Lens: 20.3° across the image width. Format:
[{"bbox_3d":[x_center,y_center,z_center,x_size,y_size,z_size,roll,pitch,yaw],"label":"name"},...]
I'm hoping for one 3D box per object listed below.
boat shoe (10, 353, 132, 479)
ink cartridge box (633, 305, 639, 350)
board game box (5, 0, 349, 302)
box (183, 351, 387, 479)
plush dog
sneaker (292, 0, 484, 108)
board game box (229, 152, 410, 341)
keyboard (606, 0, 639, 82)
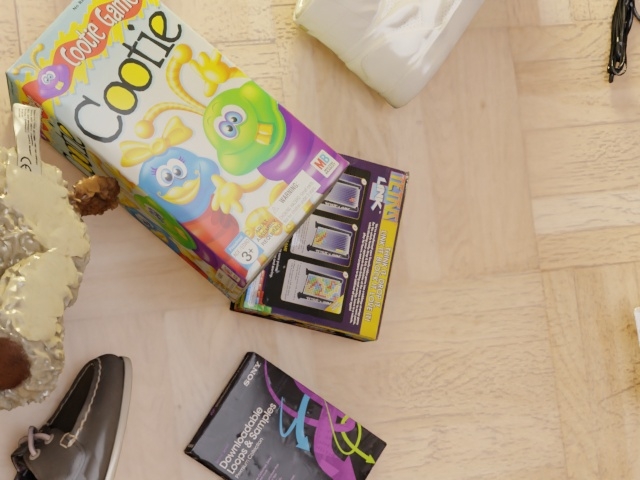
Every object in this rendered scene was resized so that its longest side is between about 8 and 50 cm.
[{"bbox_3d":[-0.257,0.249,1.571,0.095,0.112,0.335,22,82,-20],"label":"boat shoe"},{"bbox_3d":[0.393,0.106,1.824,0.181,0.061,0.104,-8,87,-19],"label":"ink cartridge box"},{"bbox_3d":[-0.130,-0.094,1.601,0.275,0.142,0.144,40,78,1],"label":"board game box"},{"bbox_3d":[-0.032,0.196,1.693,0.162,0.029,0.116,35,75,-11],"label":"box"},{"bbox_3d":[-0.301,0.024,1.530,0.262,0.225,0.210,57,39,0],"label":"plush dog"},{"bbox_3d":[0.092,-0.295,1.742,0.169,0.108,0.292,36,76,-15],"label":"sneaker"},{"bbox_3d":[0.000,0.000,1.713,0.141,0.048,0.170,15,79,-18],"label":"board game box"},{"bbox_3d":[0.385,-0.216,1.871,0.201,0.033,0.317,12,80,-16],"label":"keyboard"}]
